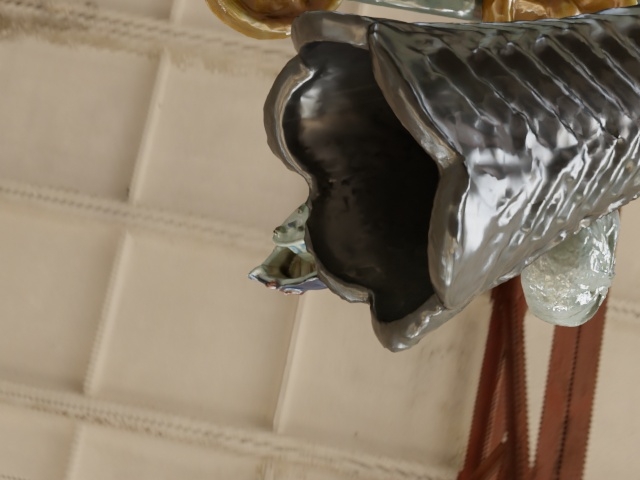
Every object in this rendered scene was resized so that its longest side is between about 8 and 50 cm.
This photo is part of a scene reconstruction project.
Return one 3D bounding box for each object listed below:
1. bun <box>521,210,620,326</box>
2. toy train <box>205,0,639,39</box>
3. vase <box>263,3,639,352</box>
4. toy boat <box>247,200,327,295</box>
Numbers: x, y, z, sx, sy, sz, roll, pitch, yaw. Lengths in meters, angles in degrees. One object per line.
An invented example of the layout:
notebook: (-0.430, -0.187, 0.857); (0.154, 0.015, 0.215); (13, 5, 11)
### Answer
bun: (0.129, 0.007, 0.734); (0.045, 0.083, 0.083); (7, -110, 19)
toy train: (0.073, -0.209, 0.733); (0.369, 0.163, 0.232); (8, -74, -6)
vase: (0.111, -0.051, 0.502); (0.237, 0.115, 0.115); (-18, -108, -24)
toy boat: (0.000, 0.000, 0.609); (0.038, 0.083, 0.038); (30, -136, -34)
